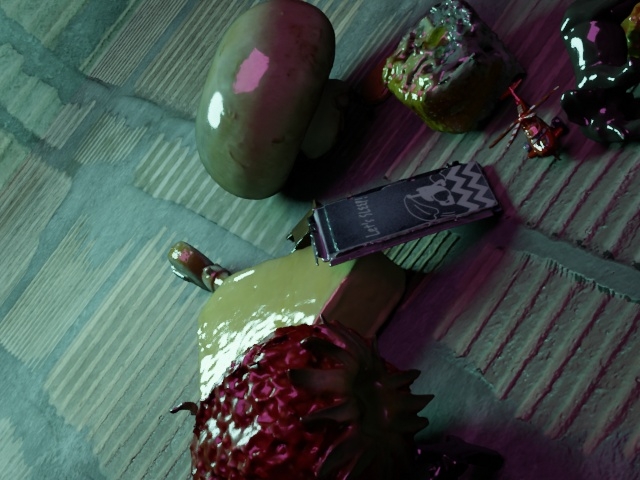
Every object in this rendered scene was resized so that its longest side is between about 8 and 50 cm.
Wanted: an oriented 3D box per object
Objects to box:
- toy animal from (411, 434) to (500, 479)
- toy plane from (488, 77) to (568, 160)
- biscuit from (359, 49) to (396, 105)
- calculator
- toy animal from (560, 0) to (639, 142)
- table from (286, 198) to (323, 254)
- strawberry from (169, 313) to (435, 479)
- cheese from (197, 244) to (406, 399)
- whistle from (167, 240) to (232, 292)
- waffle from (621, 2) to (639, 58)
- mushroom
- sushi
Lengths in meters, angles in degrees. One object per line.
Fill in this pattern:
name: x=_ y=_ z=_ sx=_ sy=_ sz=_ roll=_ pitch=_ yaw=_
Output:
toy animal: x=0.132 y=0.336 z=1.569 sx=0.117 sy=0.121 sz=0.210 roll=33 pitch=105 yaw=19
toy plane: x=0.294 y=-0.165 z=1.907 sx=0.126 sy=0.077 sz=0.194 roll=-49 pitch=20 yaw=-3
biscuit: x=0.116 y=-0.291 z=2.362 sx=0.130 sy=0.019 sz=0.102 roll=-44 pitch=28 yaw=14
calculator: x=0.116 y=-0.041 z=1.935 sx=0.274 sy=0.028 sz=0.166 roll=-17 pitch=31 yaw=2
toy animal: x=0.395 y=-0.229 z=1.771 sx=0.146 sy=0.114 sz=0.245 roll=-28 pitch=54 yaw=47
table: x=0.000 y=0.000 z=2.126 sx=0.082 sy=0.083 sz=0.070 roll=-48 pitch=25 yaw=19
strawberry: x=-0.054 y=0.247 z=1.689 sx=0.343 sy=0.292 sz=0.292 roll=-22 pitch=39 yaw=34
cheese: x=-0.068 y=0.180 z=1.987 sx=0.384 sy=0.104 sz=0.384 roll=-35 pitch=32 yaw=27
whistle: x=-0.197 y=0.061 z=2.329 sx=0.220 sy=0.107 sz=0.057 roll=26 pitch=74 yaw=46
waffle: x=0.496 y=-0.365 z=1.863 sx=0.281 sy=0.058 sz=0.301 roll=-33 pitch=32 yaw=27
mushroom: x=-0.060 y=-0.236 z=2.341 sx=0.362 sy=0.294 sz=0.362 roll=-163 pitch=90 yaw=-83
sushi: x=0.207 y=-0.267 z=2.079 sx=0.184 sy=0.139 sz=0.274 roll=-49 pitch=31 yaw=10
